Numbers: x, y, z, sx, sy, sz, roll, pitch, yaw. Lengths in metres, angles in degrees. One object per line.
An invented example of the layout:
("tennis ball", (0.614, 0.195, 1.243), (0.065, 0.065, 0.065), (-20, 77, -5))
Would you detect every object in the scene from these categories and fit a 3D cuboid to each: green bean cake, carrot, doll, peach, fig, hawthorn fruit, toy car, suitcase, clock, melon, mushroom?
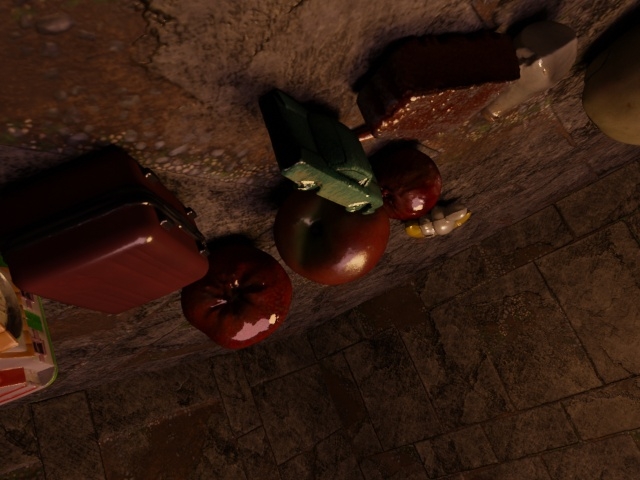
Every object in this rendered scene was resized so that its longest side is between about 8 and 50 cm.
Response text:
("green bean cake", (0.188, -0.255, 0.760), (0.233, 0.097, 0.198), (-11, 161, -37))
("carrot", (0.128, -0.223, 0.902), (0.190, 0.037, 0.037), (-17, 163, -8))
("doll", (0.423, -0.072, 1.649), (0.237, 0.111, 0.252), (-13, 170, 25))
("peach", (0.027, -0.017, 1.024), (0.252, 0.252, 0.252), (-21, 164, -7))
("fig", (0.214, -0.142, 1.077), (0.207, 0.175, 0.175), (-30, 170, -33))
("hawthorn fruit", (-0.202, 0.139, 1.204), (0.275, 0.275, 0.300), (-29, 174, 18))
("toy car", (0.022, -0.136, 0.791), (0.097, 0.141, 0.321), (-28, 159, 24))
("suitcase", (-0.333, 0.003, 0.751), (0.236, 0.161, 0.297), (-23, 165, -2))
("clock", (-0.543, 0.117, 0.692), (0.166, 0.235, 0.309), (-21, 163, -13))
("melon", (0.716, -0.330, 0.945), (0.330, 0.268, 0.268), (-25, 166, 36))
("mushroom", (0.388, -0.309, 0.865), (0.118, 0.103, 0.270), (-24, 169, 0))
